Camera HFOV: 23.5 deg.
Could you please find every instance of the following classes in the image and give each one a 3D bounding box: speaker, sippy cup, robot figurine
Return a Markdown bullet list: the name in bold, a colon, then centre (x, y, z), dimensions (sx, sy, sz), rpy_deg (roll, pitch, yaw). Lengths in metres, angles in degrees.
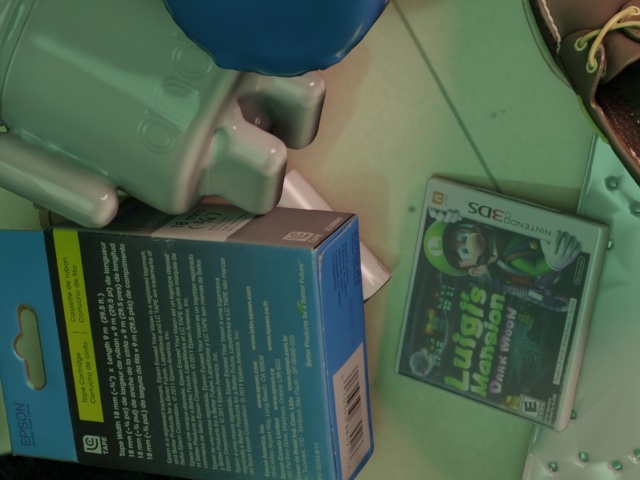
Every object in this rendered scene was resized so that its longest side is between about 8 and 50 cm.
- **speaker**: centre (0.000, 0.000, 1.398), dimensions (0.055, 0.055, 0.136), rpy_deg (-42, 92, 18)
- **sippy cup**: centre (-0.021, -0.244, 1.160), dimensions (0.240, 0.224, 0.305), rpy_deg (43, 125, -18)
- **robot figurine**: centre (-0.173, -0.156, 1.323), dimensions (0.353, 0.200, 0.300), rpy_deg (26, 66, 5)

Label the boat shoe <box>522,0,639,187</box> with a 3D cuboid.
- **boat shoe**: centre (0.259, -0.131, 1.246), dimensions (0.116, 0.096, 0.324), rpy_deg (-30, 75, 9)

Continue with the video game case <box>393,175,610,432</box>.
- **video game case**: centre (0.157, 0.055, 1.365), dimensions (0.173, 0.022, 0.190), rpy_deg (18, 108, 30)

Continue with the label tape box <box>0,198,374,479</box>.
- **label tape box**: centre (-0.128, 0.089, 1.397), dimensions (0.333, 0.106, 0.241), rpy_deg (4, 113, 22)

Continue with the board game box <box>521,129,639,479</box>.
- **board game box**: centre (0.394, 0.113, 1.320), dimensions (0.390, 0.050, 0.390), rpy_deg (14, 106, 16)

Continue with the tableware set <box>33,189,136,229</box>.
- **tableware set**: centre (-0.195, 0.017, 1.462), dimensions (0.141, 0.020, 0.169), rpy_deg (-10, 101, 14)
